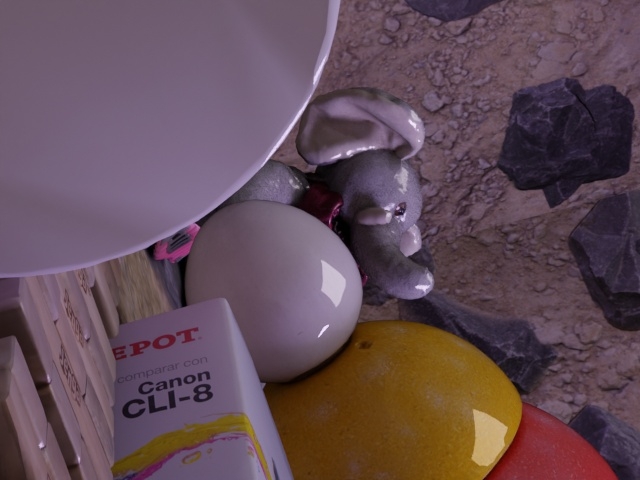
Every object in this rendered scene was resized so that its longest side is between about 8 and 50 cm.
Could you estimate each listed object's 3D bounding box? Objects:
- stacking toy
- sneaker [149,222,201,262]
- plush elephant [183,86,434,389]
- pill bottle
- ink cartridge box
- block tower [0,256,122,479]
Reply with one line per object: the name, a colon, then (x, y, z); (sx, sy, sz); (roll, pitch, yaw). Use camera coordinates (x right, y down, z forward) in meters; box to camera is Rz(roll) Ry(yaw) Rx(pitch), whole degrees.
stacking toy: (0.052, 0.179, 1.213); (0.480, 0.350, 0.350); (55, 7, -14)
sneaker: (-0.128, -0.015, 1.460); (0.057, 0.047, 0.119); (61, -3, 5)
plush elephant: (0.000, 0.000, 1.732); (0.272, 0.255, 0.330); (73, 3, -52)
pill bottle: (-0.103, -0.179, 0.574); (0.408, 0.229, 0.229); (-101, 176, -52)
ink cartridge box: (-0.071, 0.134, 0.656); (0.176, 0.128, 0.127); (-104, 178, -51)
block tower: (-0.122, 0.017, 0.588); (0.335, 0.097, 0.091); (-103, 179, -61)
